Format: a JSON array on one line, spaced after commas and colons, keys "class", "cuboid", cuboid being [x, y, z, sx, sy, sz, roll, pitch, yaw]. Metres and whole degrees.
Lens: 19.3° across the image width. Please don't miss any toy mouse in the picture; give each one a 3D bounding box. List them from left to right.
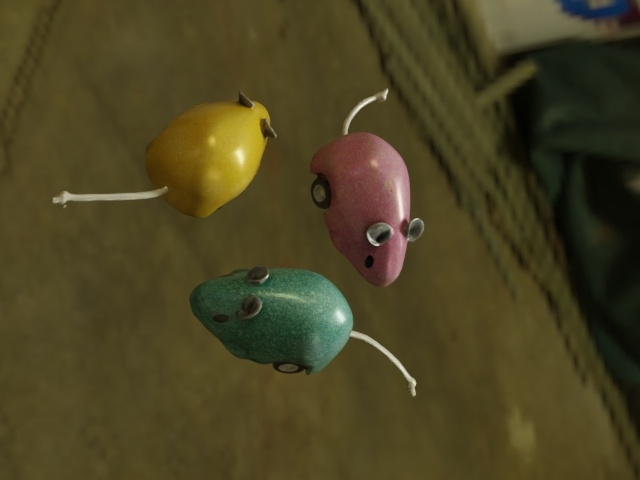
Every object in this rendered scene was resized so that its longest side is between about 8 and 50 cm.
[{"class": "toy mouse", "cuboid": [0.000, 0.000, 0.730, 0.161, 0.031, 0.143, -36, 90, -39]}]
